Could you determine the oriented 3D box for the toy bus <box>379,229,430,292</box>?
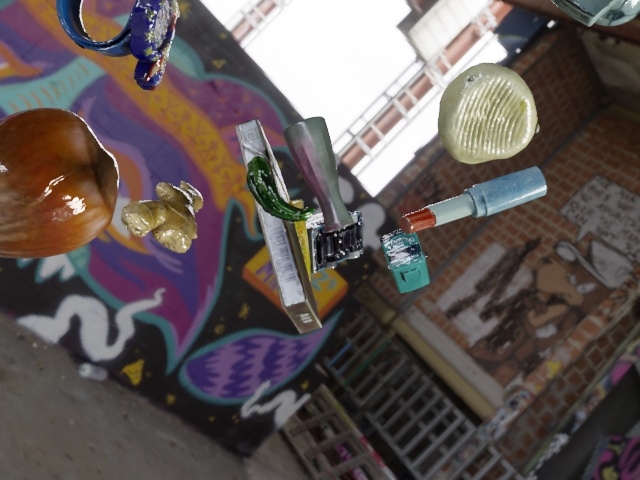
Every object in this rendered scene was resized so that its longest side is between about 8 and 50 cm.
[{"bbox_3d":[0.173,0.042,1.551,0.160,0.079,0.091,63,8,-65],"label":"toy bus"}]

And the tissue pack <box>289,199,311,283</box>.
[{"bbox_3d":[-0.056,0.006,1.597,0.095,0.062,0.176,-90,173,-90],"label":"tissue pack"}]

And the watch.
[{"bbox_3d":[-0.375,-0.411,1.420,0.200,0.196,0.171,20,-2,0],"label":"watch"}]

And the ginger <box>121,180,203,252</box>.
[{"bbox_3d":[-0.311,-0.058,1.633,0.148,0.081,0.333,43,21,-7],"label":"ginger"}]

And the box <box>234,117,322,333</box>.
[{"bbox_3d":[-0.068,-0.021,1.276,0.180,0.047,0.325,68,6,-69],"label":"box"}]

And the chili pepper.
[{"bbox_3d":[-0.064,-0.066,1.040,0.118,0.055,0.035,44,-29,16],"label":"chili pepper"}]

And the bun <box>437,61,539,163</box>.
[{"bbox_3d":[0.394,-0.304,1.863,0.259,0.259,0.160,45,13,-26],"label":"bun"}]

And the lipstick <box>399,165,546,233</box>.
[{"bbox_3d":[0.278,-0.068,1.419,0.068,0.274,0.061,-130,-158,-76],"label":"lipstick"}]

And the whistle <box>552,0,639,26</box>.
[{"bbox_3d":[0.575,-0.499,1.569,0.163,0.290,0.163,41,-24,22],"label":"whistle"}]

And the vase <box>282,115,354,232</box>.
[{"bbox_3d":[0.002,-0.122,1.456,0.086,0.086,0.214,59,11,-88],"label":"vase"}]

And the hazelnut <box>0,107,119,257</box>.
[{"bbox_3d":[-0.626,-0.114,1.687,0.315,0.372,0.372,41,-2,23],"label":"hazelnut"}]

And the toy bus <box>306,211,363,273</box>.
[{"bbox_3d":[0.000,0.000,1.847,0.134,0.116,0.234,5,14,32],"label":"toy bus"}]
